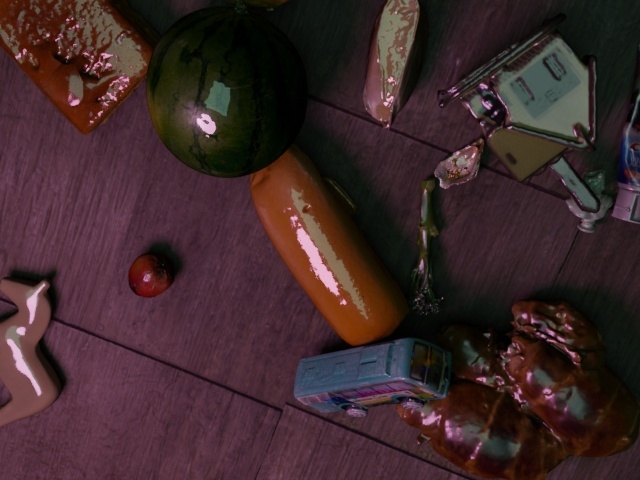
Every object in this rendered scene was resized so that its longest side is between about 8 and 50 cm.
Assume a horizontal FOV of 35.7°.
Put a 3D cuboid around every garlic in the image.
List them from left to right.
[{"bbox_3d":[0.107,-0.268,1.450,0.087,0.101,0.195,16,110,7],"label":"garlic"}]

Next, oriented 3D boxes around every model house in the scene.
[{"bbox_3d":[0.323,-0.150,1.380,0.205,0.218,0.279,-35,92,16],"label":"model house"}]

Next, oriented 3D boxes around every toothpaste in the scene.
[{"bbox_3d":[0.488,-0.158,1.463,0.096,0.061,0.266,12,100,4],"label":"toothpaste"}]

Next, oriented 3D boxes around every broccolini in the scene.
[{"bbox_3d":[0.158,0.011,1.541,0.058,0.067,0.216,-10,107,-30],"label":"broccolini"}]

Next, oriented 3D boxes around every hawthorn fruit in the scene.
[{"bbox_3d":[-0.275,0.057,1.600,0.077,0.077,0.077,2,105,7],"label":"hawthorn fruit"}]

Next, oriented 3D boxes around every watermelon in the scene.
[{"bbox_3d":[-0.133,-0.212,1.421,0.242,0.242,0.242,2,105,7],"label":"watermelon"}]

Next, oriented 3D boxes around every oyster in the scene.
[{"bbox_3d":[0.219,-0.114,1.514,0.093,0.034,0.051,-27,84,24],"label":"oyster"}]

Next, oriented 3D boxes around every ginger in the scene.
[{"bbox_3d":[0.302,0.242,1.536,0.357,0.152,0.274,-20,101,10],"label":"ginger"}]

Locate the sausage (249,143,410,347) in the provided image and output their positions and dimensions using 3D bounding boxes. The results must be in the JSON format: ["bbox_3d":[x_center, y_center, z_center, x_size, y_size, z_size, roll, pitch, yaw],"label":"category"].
[{"bbox_3d":[-0.003,0.002,1.530,0.134,0.116,0.354,-30,98,46],"label":"sausage"}]

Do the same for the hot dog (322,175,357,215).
[{"bbox_3d":[0.024,-0.070,1.555,0.037,0.021,0.083,-34,102,35],"label":"hot dog"}]

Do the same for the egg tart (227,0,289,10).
[{"bbox_3d":[-0.103,-0.471,1.388,0.297,0.132,0.297,29,144,24],"label":"egg tart"}]

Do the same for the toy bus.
[{"bbox_3d":[0.077,0.211,1.525,0.109,0.091,0.261,29,147,-36],"label":"toy bus"}]

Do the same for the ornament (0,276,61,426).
[{"bbox_3d":[-0.517,0.184,1.669,0.245,0.061,0.230,-25,98,14],"label":"ornament"}]

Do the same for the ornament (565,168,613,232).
[{"bbox_3d":[0.408,-0.060,1.501,0.068,0.041,0.092,-22,116,9],"label":"ornament"}]

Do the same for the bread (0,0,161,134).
[{"bbox_3d":[-0.368,-0.304,1.494,0.184,0.110,0.234,-41,96,14],"label":"bread"}]
